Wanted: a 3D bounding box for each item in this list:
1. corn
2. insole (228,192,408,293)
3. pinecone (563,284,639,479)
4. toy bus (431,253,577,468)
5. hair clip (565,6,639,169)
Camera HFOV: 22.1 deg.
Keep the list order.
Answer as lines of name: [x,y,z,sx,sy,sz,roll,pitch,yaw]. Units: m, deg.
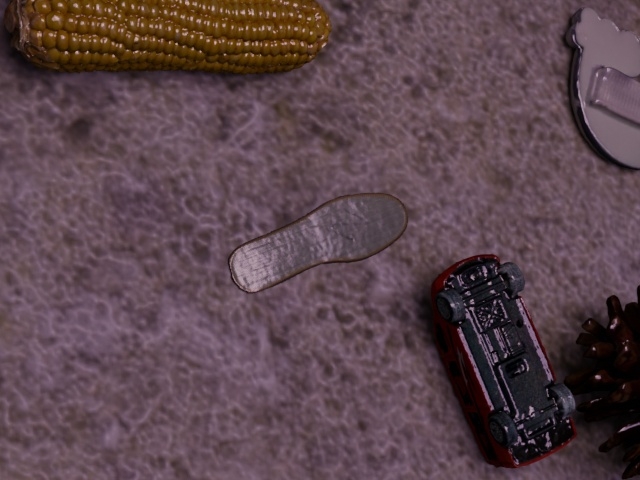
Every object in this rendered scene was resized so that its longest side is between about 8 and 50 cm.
corn: [-0.132,-0.196,1.452,0.293,0.106,0.106,-1,83,-25]
insole: [0.000,0.000,1.521,0.188,0.004,0.064,-22,89,-23]
pinecone: [0.323,0.135,1.529,0.207,0.208,0.208,3,81,-20]
toy bus: [0.160,0.110,1.520,0.081,0.089,0.195,-24,92,-23]
hair clip: [0.335,-0.135,1.647,0.220,0.054,0.140,20,80,-14]
